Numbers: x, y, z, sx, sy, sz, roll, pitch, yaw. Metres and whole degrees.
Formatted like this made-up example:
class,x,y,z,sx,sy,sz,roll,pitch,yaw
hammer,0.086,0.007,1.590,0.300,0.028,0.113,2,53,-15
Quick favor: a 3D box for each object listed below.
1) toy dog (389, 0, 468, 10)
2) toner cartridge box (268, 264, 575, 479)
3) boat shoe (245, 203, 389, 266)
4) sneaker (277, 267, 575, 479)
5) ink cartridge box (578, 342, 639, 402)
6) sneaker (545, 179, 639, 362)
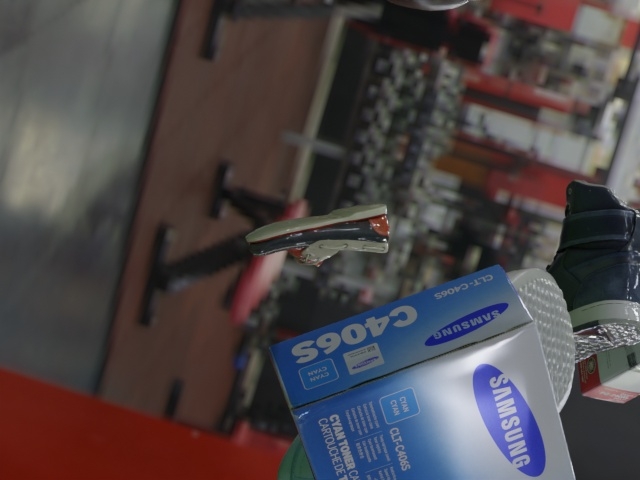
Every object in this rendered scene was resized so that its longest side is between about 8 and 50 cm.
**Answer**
class,x,y,z,sx,sy,sz,roll,pitch,yaw
toy dog,0.082,-0.347,1.583,0.408,0.395,0.285,-129,-135,-70
toner cartridge box,0.093,0.196,1.245,0.075,0.165,0.348,-115,-175,-56
boat shoe,0.000,0.000,1.539,0.049,0.137,0.043,12,-70,55
sneaker,0.085,0.116,1.488,0.366,0.150,0.135,-29,109,-56
ink cartridge box,0.332,0.090,1.888,0.150,0.063,0.109,-37,-134,49
sneaker,0.237,0.033,1.794,0.226,0.086,0.163,-20,-122,48
